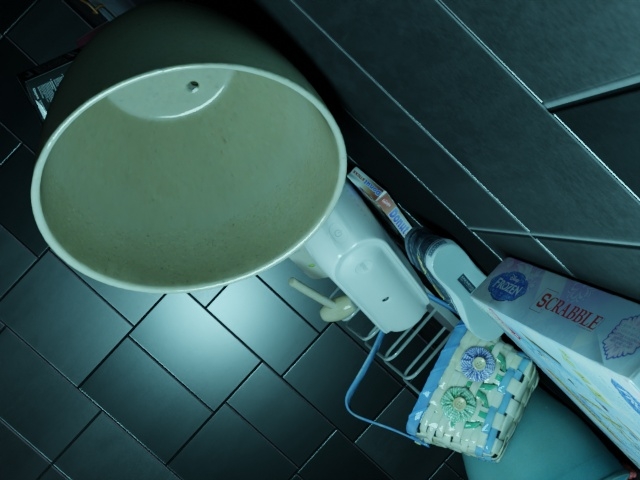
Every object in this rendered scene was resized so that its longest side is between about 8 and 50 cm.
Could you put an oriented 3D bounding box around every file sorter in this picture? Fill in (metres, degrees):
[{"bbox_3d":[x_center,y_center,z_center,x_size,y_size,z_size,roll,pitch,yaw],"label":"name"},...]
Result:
[{"bbox_3d":[0.171,0.174,1.966,0.277,0.173,0.193,44,176,-17],"label":"file sorter"}]

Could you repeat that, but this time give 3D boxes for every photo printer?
[{"bbox_3d":[0.033,-0.016,1.383,0.256,0.107,0.307,56,-175,33],"label":"photo printer"}]

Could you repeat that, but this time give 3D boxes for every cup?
[{"bbox_3d":[-0.158,-0.135,1.041,0.331,0.331,0.237,46,-160,-47],"label":"cup"}]

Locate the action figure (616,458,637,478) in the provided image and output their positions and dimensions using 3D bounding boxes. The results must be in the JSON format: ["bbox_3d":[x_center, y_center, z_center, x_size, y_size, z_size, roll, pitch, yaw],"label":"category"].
[{"bbox_3d":[0.577,0.438,1.757,0.038,0.030,0.115,48,176,7],"label":"action figure"}]

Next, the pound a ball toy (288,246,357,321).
[{"bbox_3d":[0.000,0.000,1.765,0.319,0.135,0.208,47,-149,-54],"label":"pound a ball toy"}]

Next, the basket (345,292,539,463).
[{"bbox_3d":[0.215,0.235,1.594,0.288,0.255,0.201,20,168,28],"label":"basket"}]

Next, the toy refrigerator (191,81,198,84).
[{"bbox_3d":[-0.205,-0.272,1.325,0.102,0.094,0.269,45,176,-30],"label":"toy refrigerator"}]

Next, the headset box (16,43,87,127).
[{"bbox_3d":[-0.366,-0.258,1.683,0.110,0.293,0.218,32,147,58],"label":"headset box"}]

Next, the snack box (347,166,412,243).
[{"bbox_3d":[0.095,-0.042,1.313,0.064,0.022,0.178,44,179,33],"label":"snack box"}]

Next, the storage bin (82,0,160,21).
[{"bbox_3d":[-0.270,-0.346,1.234,0.091,0.098,0.135,26,167,41],"label":"storage bin"}]

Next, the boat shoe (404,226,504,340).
[{"bbox_3d":[0.181,0.052,1.207,0.183,0.065,0.083,51,175,-32],"label":"boat shoe"}]

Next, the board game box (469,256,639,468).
[{"bbox_3d":[0.318,0.164,0.856,0.318,0.066,0.318,44,177,-15],"label":"board game box"}]

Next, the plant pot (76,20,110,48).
[{"bbox_3d":[-0.385,-0.352,1.846,0.180,0.201,0.201,60,173,-14],"label":"plant pot"}]

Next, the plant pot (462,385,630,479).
[{"bbox_3d":[0.383,0.401,1.714,0.255,0.271,0.272,57,-176,27],"label":"plant pot"}]
